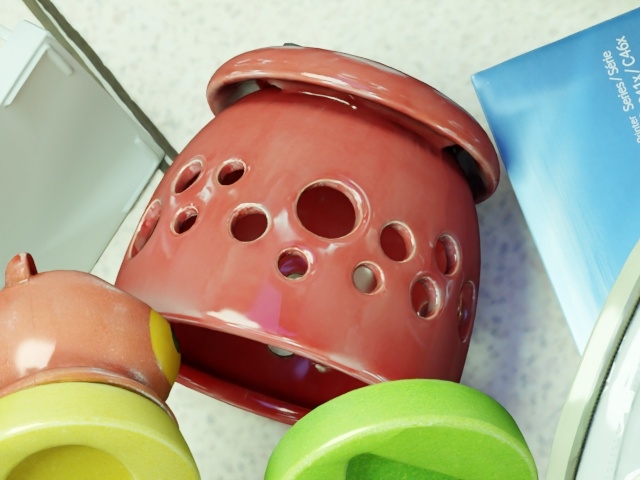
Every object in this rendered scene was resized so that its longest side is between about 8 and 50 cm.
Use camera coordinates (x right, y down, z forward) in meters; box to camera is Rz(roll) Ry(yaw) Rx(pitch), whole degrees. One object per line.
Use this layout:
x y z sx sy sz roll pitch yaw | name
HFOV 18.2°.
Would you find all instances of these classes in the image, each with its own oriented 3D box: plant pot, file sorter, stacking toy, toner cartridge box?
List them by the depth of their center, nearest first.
-0.045 0.133 1.015 0.280 0.309 0.130 -7 46 -7 | stacking toy
0.218 0.041 1.069 0.165 0.075 0.347 -23 70 7 | toner cartridge box
0.000 0.000 1.074 0.191 0.191 0.174 15 75 17 | plant pot
-0.257 -0.001 1.135 0.173 0.193 0.277 29 82 22 | file sorter

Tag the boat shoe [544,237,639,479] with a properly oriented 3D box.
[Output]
0.161 0.143 0.960 0.103 0.113 0.302 17 96 24 | boat shoe
